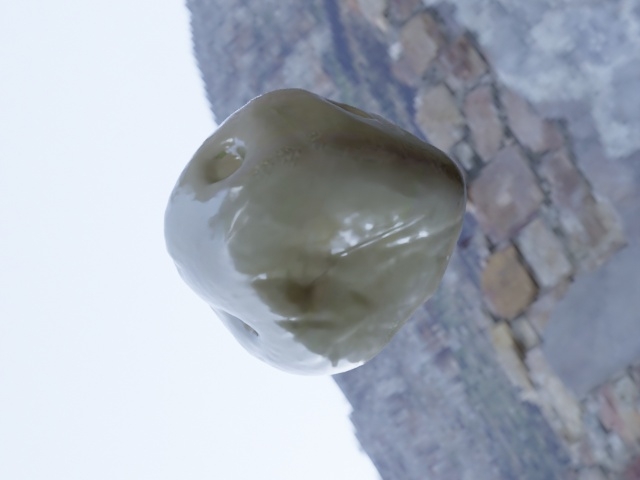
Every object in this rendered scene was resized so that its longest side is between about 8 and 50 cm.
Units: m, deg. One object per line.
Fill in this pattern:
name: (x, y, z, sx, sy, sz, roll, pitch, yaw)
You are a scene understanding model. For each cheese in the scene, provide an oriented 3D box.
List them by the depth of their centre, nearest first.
cheese: (0.000, 0.000, 1.074, 0.235, 0.218, 0.117, -8, -151, -25)
